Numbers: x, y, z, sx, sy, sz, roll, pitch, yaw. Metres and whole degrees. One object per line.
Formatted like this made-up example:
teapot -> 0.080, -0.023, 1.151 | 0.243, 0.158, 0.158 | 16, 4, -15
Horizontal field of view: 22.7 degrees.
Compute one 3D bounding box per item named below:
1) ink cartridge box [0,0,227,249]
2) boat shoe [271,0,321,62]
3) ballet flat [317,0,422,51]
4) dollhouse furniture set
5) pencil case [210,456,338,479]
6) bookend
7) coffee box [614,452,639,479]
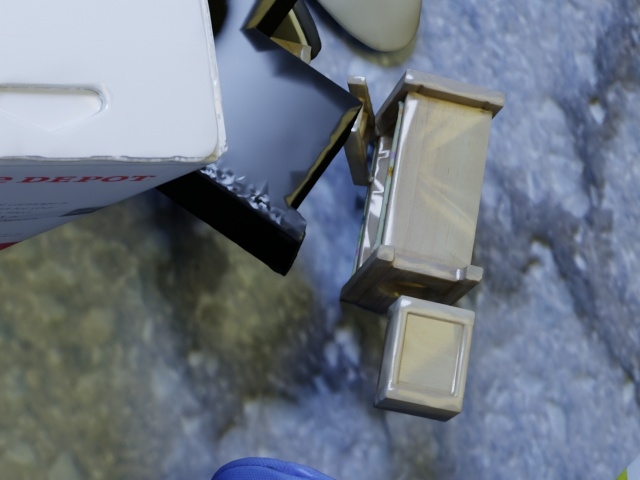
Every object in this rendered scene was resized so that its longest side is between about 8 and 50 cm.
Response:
ink cartridge box -> -0.164, -0.052, 0.660 | 0.159, 0.218, 0.092 | -2, 82, -38
boat shoe -> -0.032, -0.159, 0.890 | 0.042, 0.049, 0.133 | -32, 95, -29
ballet flat -> 0.002, -0.222, 0.909 | 0.086, 0.086, 0.248 | -42, 106, -35
dollhouse furniture set -> 0.000, 0.000, 0.877 | 0.161, 0.101, 0.182 | 13, 71, -9
pencil case -> -0.050, 0.258, 0.745 | 0.119, 0.133, 0.306 | 20, 63, 7
bookend -> -0.036, -0.094, 0.801 | 0.156, 0.072, 0.157 | 34, 74, 2
coffee box -> 0.227, 0.341, 0.684 | 0.338, 0.334, 0.338 | 21, 37, -13
